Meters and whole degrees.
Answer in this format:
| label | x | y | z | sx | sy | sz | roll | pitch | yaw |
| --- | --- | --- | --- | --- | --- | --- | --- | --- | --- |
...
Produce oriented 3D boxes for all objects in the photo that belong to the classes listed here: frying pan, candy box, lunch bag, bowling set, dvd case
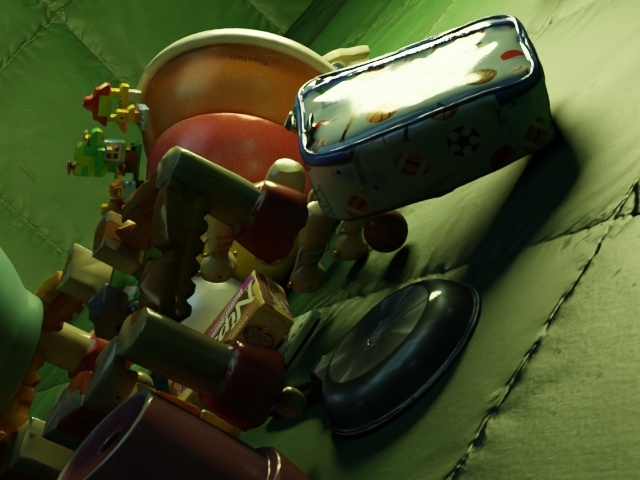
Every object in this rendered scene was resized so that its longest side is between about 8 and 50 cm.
| label | x | y | z | sx | sy | sz | roll | pitch | yaw |
| --- | --- | --- | --- | --- | --- | --- | --- | --- | --- |
| frying pan | 0.047 | 0.108 | 1.368 | 0.197 | 0.053 | 0.326 | -49 | 17 | -16 |
| candy box | -0.113 | 0.138 | 1.659 | 0.186 | 0.053 | 0.109 | -52 | 19 | 12 |
| lunch bag | 0.109 | -0.149 | 1.544 | 0.303 | 0.115 | 0.243 | -17 | 32 | 9 |
| bowling set | 0.000 | 0.000 | 1.635 | 0.287 | 0.200 | 0.154 | -31 | -37 | -41 |
| dvd case | -0.054 | 0.132 | 1.655 | 0.119 | 0.013 | 0.087 | -26 | 24 | 53 |

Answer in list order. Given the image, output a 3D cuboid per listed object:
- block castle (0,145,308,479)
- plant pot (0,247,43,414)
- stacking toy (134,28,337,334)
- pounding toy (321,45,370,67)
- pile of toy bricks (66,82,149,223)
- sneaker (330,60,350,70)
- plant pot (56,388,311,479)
| label | x | y | z | sx | sy | sz | roll | pitch | yaw |
| --- | --- | --- | --- | --- | --- | --- | --- | --- | --- |
| block castle | -0.193 | 0.139 | 1.474 | 0.453 | 0.213 | 0.303 | -39 | 33 | 40 |
| plant pot | -0.432 | 0.104 | 1.482 | 0.293 | 0.196 | 0.293 | -45 | 28 | 33 |
| stacking toy | -0.136 | -0.032 | 1.896 | 0.350 | 0.350 | 0.480 | -34 | 33 | 40 |
| pounding toy | 0.000 | -0.221 | 2.403 | 0.269 | 0.155 | 0.154 | -29 | -9 | 23 |
| pile of toy bricks | -0.313 | -0.114 | 1.929 | 0.118 | 0.105 | 0.212 | -133 | 48 | -63 |
| sneaker | 0.036 | -0.225 | 2.193 | 0.079 | 0.121 | 0.217 | -42 | 14 | 18 |
| plant pot | -0.135 | 0.241 | 1.223 | 0.201 | 0.180 | 0.201 | -43 | 14 | 13 |
